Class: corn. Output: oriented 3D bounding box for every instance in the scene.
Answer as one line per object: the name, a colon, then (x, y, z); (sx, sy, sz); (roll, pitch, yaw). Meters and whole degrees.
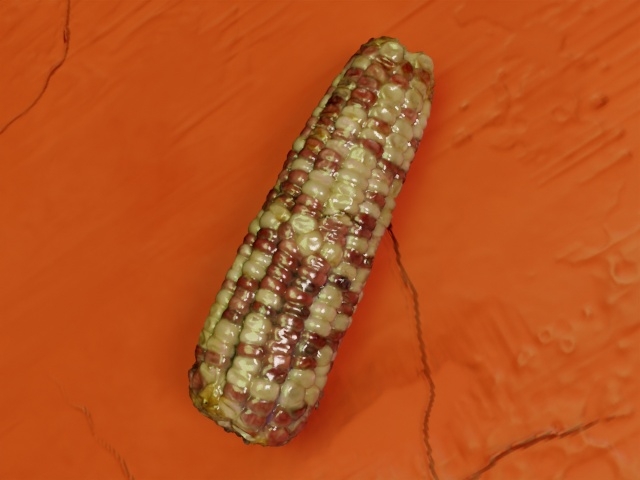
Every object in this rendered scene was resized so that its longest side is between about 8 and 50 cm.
corn: (0.000, 0.000, 0.544); (0.080, 0.079, 0.237); (24, 86, 29)
